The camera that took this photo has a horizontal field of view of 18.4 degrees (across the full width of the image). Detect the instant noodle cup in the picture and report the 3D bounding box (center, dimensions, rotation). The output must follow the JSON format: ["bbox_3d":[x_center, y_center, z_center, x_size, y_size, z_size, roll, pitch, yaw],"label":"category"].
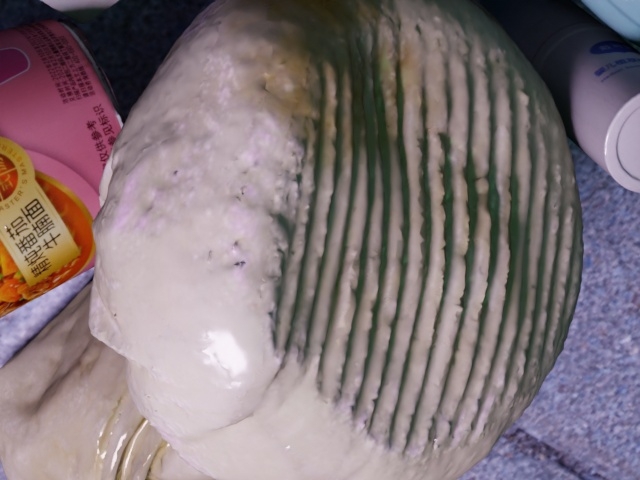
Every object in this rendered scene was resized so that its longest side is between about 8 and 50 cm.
[{"bbox_3d":[-0.258,-0.032,1.301,0.255,0.244,0.244,-23,119,-16],"label":"instant noodle cup"}]

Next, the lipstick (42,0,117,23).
[{"bbox_3d":[-0.044,-0.276,1.249,0.371,0.080,0.076,-34,143,22],"label":"lipstick"}]

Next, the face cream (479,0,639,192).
[{"bbox_3d":[0.182,-0.114,1.372,0.077,0.250,0.077,-7,115,-15],"label":"face cream"}]

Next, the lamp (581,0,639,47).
[{"bbox_3d":[0.206,-0.238,1.358,0.284,0.209,0.147,25,125,-1],"label":"lamp"}]

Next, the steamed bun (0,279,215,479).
[{"bbox_3d":[-0.067,0.160,1.447,0.276,0.203,0.289,-43,119,4],"label":"steamed bun"}]

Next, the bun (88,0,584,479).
[{"bbox_3d":[0.000,0.000,1.260,0.365,0.219,0.365,0,91,-47],"label":"bun"}]
